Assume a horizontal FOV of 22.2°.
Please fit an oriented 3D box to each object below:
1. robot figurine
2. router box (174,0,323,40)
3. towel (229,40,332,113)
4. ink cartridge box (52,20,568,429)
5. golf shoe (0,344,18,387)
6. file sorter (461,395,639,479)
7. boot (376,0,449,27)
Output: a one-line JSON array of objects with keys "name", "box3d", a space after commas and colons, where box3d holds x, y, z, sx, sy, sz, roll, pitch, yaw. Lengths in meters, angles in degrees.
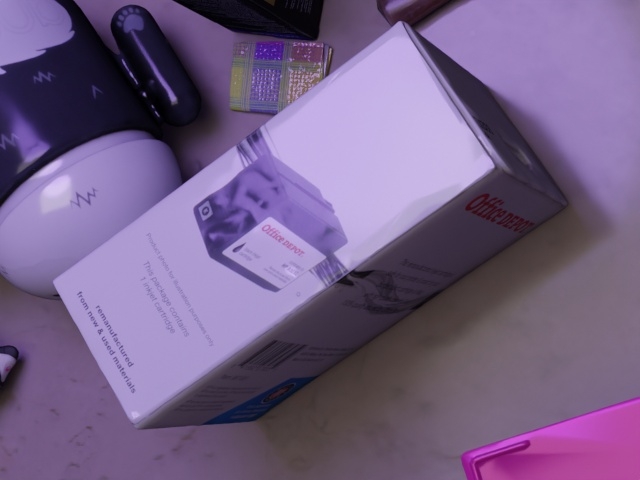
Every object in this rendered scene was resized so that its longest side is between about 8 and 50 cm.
[{"name": "robot figurine", "box3d": [-0.225, -0.085, 1.289, 0.209, 0.173, 0.278, -46, 71, 35]}, {"name": "router box", "box3d": [-0.052, -0.323, 1.207, 0.081, 0.243, 0.309, 9, 88, 20]}, {"name": "towel", "box3d": [-0.033, -0.130, 1.307, 0.083, 0.009, 0.060, 4, 87, 20]}, {"name": "ink cartridge box", "box3d": [0.000, 0.000, 1.170, 0.307, 0.223, 0.129, -35, 74, 13]}, {"name": "golf shoe", "box3d": [-0.334, 0.071, 1.375, 0.186, 0.067, 0.086, 40, 70, 20]}, {"name": "file sorter", "box3d": [0.277, 0.194, 1.077, 0.291, 0.182, 0.202, -20, 78, 16]}, {"name": "boot", "box3d": [0.082, -0.228, 1.263, 0.114, 0.037, 0.106, -25, 75, 21]}]
